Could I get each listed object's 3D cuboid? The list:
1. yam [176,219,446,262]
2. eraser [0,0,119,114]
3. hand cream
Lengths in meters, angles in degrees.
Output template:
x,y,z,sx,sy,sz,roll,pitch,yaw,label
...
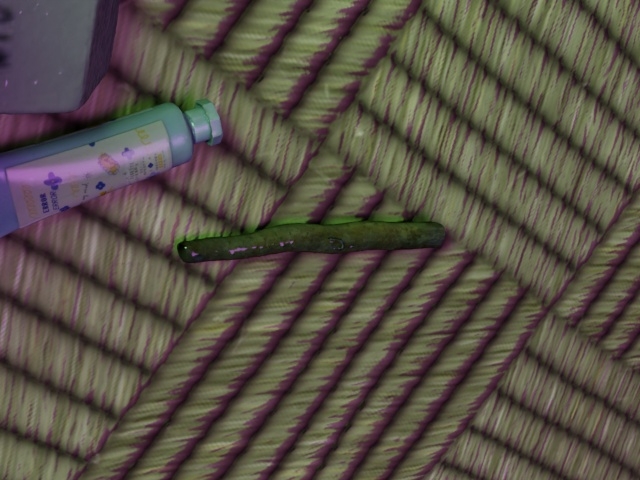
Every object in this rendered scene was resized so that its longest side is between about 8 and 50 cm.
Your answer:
x,y,z,sx,sy,sz,roll,pitch,yaw,label
-0.001,0.000,1.136,0.234,0.029,0.027,-4,130,-34,yam
-0.254,-0.131,0.840,0.353,0.077,0.111,-4,118,-35,eraser
-0.145,-0.051,0.990,0.171,0.043,0.065,-22,128,-21,hand cream
